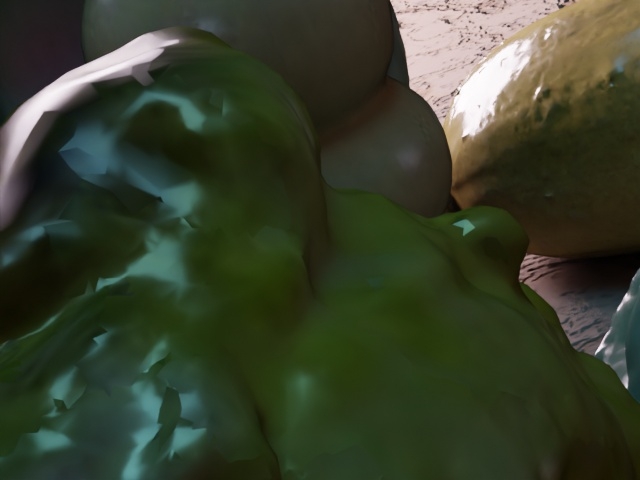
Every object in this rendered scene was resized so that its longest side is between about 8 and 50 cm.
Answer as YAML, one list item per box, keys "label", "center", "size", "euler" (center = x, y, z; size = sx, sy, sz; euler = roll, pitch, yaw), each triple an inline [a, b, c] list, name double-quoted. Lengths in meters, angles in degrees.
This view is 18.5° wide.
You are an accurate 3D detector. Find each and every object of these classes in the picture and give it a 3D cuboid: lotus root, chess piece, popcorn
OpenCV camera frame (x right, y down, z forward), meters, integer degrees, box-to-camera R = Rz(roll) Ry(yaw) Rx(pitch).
- label: "lotus root"
  center: [0.187, -0.068, 1.027]
  size: [0.303, 0.146, 0.131]
  euler: [-12, -11, 26]
- label: "chess piece"
  center: [0.000, 0.000, 0.810]
  size: [0.167, 0.299, 0.167]
  euler: [-15, 23, 7]
- label: "popcorn"
  center: [-0.041, 0.108, 0.624]
  size: [0.312, 0.312, 0.312]
  euler: [-17, 22, 7]

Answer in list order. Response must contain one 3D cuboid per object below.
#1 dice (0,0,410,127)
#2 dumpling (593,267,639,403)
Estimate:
- label: "dice"
  center: [-0.172, -0.050, 0.985]
  size: [0.330, 0.348, 0.328]
  euler: [-2, 36, 39]
- label: "dumpling"
  center: [0.203, 0.052, 0.810]
  size: [0.108, 0.152, 0.219]
  euler: [17, -15, -36]
